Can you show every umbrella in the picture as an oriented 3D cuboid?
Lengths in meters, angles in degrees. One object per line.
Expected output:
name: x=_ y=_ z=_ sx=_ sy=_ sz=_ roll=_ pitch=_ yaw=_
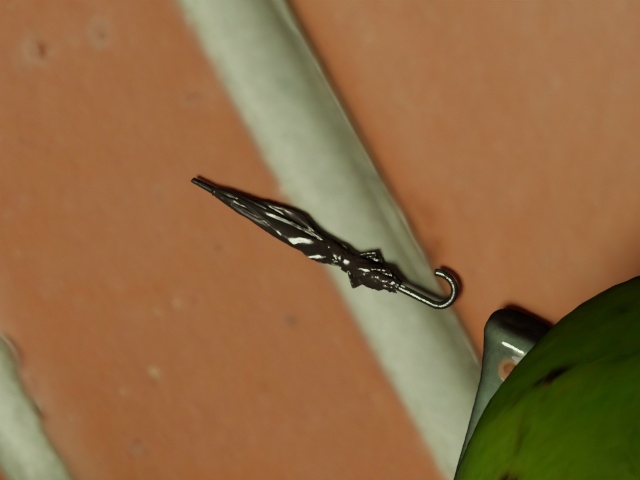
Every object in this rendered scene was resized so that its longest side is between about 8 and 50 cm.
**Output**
umbrella: x=-0.001 y=0.003 z=0.763 sx=0.122 sy=0.013 sz=0.022 roll=22 pitch=107 yaw=13

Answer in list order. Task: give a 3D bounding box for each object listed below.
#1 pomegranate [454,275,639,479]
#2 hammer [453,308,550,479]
pomegranate: x=0.158 y=0.136 z=0.641 sx=0.260 sy=0.260 sz=0.340 roll=36 pitch=150 yaw=4
hammer: x=0.055 y=0.158 z=0.799 sx=0.111 sy=0.033 sz=0.287 roll=21 pitch=118 yaw=12
